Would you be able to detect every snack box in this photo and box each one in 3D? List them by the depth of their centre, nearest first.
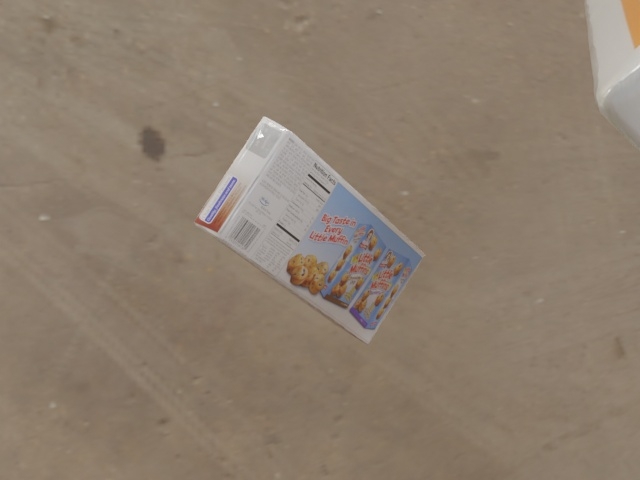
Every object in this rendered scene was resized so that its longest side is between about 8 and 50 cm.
[{"bbox_3d":[0.000,0.000,0.793,0.022,0.178,0.064,29,85,34],"label":"snack box"}]

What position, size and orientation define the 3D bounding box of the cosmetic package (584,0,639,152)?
[{"bbox_3d":[0.249,-0.126,0.650,0.230,0.453,0.161,-43,96,18],"label":"cosmetic package"}]
